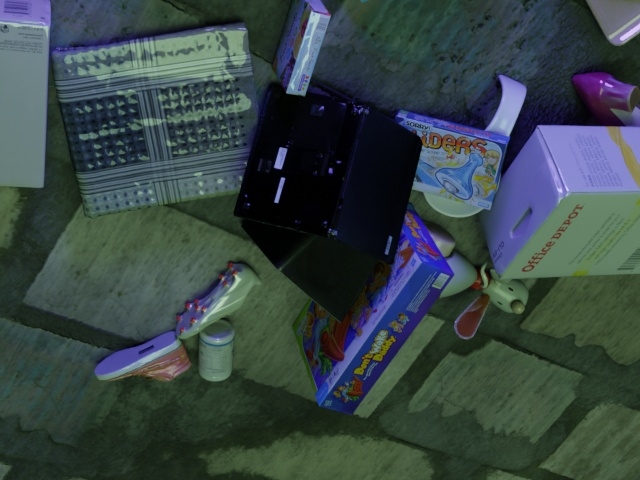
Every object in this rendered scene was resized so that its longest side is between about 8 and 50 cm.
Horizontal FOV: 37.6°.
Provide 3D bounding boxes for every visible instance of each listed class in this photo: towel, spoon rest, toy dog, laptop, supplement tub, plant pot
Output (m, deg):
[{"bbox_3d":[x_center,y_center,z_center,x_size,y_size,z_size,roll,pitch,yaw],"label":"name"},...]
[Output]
[{"bbox_3d":[-0.256,-0.197,1.554,0.324,0.056,0.312,-9,123,-8],"label":"towel"},{"bbox_3d":[0.285,-0.160,1.704,0.137,0.084,0.276,22,114,-10],"label":"spoon rest"},{"bbox_3d":[0.286,0.087,1.835,0.333,0.161,0.220,0,124,-17],"label":"toy dog"},{"bbox_3d":[0.019,-0.110,1.588,0.264,0.136,0.234,13,80,9],"label":"laptop"},{"bbox_3d":[-0.204,0.213,1.833,0.071,0.071,0.107,-3,126,-15],"label":"supplement tub"},{"bbox_3d":[0.000,0.000,1.688,0.167,0.187,0.188,-48,124,2],"label":"plant pot"}]

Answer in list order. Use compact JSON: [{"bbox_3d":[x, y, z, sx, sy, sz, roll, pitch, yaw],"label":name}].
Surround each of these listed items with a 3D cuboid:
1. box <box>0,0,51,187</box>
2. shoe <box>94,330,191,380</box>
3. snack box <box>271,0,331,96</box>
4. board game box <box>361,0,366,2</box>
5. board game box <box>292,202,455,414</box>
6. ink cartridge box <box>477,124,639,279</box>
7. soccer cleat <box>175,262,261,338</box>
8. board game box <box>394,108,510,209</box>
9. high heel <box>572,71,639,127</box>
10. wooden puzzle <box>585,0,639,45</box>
[{"bbox_3d":[-0.462,-0.224,1.427,0.094,0.113,0.275,2,122,-17],"label":"box"},{"bbox_3d":[-0.340,0.246,1.819,0.178,0.063,0.081,-23,122,-5],"label":"shoe"},{"bbox_3d":[-0.032,-0.315,1.496,0.037,0.100,0.141,8,121,-22],"label":"snack box"},{"bbox_3d":[0.105,-0.441,1.453,0.154,0.026,0.103,-16,133,30],"label":"board game box"},{"bbox_3d":[0.086,0.116,1.750,0.078,0.233,0.347,20,116,-28],"label":"board game box"},{"bbox_3d":[0.527,-0.068,1.738,0.384,0.160,0.279,-2,147,-20],"label":"ink cartridge box"},{"bbox_3d":[-0.194,0.125,1.780,0.196,0.068,0.076,-44,127,12],"label":"soccer cleat"},{"bbox_3d":[0.222,-0.144,1.672,0.201,0.035,0.136,15,123,12],"label":"board game box"},{"bbox_3d":[0.545,-0.229,1.771,0.082,0.117,0.244,-60,147,-8],"label":"high heel"},{"bbox_3d":[0.536,-0.482,1.591,0.221,0.044,0.239,-36,122,10],"label":"wooden puzzle"}]
